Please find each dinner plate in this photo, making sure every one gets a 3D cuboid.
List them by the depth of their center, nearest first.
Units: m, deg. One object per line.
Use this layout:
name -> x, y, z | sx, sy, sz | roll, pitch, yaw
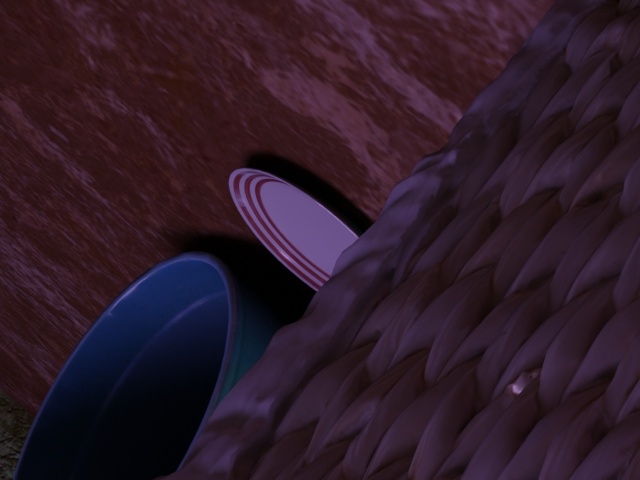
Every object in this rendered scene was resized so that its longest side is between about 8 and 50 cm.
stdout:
dinner plate -> 0.000, 0.000, 1.026 | 0.141, 0.017, 0.141 | 36, 162, 14

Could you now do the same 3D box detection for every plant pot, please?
plant pot -> -0.053, 0.186, 1.217 | 0.255, 0.271, 0.272 | 33, 167, -26

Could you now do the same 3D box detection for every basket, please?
basket -> 0.162, 0.120, 0.477 | 0.328, 0.331, 0.266 | 48, 159, -20
